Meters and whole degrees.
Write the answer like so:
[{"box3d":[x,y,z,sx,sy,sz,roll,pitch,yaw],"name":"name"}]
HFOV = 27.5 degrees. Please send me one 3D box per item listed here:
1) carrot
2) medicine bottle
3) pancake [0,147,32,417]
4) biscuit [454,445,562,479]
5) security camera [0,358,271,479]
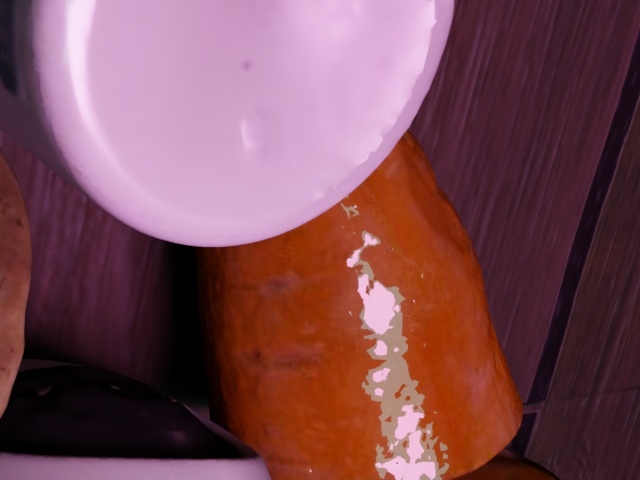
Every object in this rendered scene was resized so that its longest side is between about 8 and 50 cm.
[{"box3d":[0.000,0.000,0.629,0.159,0.159,0.225,-26,113,-27],"name":"carrot"},{"box3d":[-0.078,-0.101,0.426,0.139,0.237,0.139,-18,123,-30],"name":"medicine bottle"},{"box3d":[-0.216,0.021,0.424,0.250,0.031,0.250,8,69,-22],"name":"pancake"},{"box3d":[0.054,0.244,0.804,0.268,0.115,0.366,-43,134,-13],"name":"biscuit"},{"box3d":[-0.128,0.147,0.548,0.236,0.194,0.194,-13,120,-30],"name":"security camera"}]
